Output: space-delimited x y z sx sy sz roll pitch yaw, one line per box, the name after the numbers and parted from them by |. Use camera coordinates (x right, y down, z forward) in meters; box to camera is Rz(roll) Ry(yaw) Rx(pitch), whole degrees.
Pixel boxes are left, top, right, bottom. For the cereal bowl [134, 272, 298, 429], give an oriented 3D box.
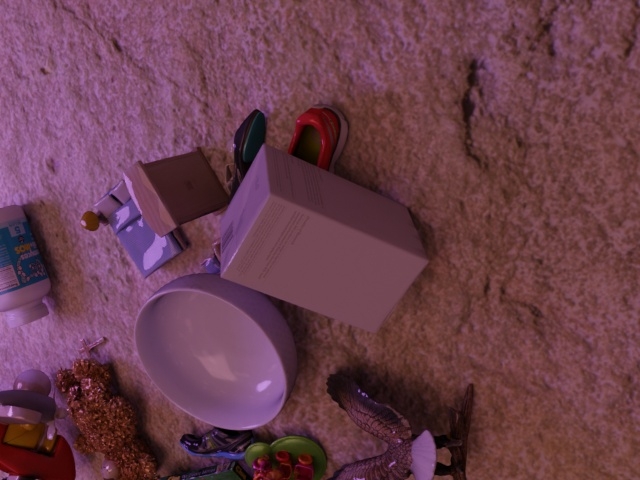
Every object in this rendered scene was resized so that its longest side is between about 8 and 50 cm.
-0.189 0.202 1.414 0.339 0.141 0.339 12 124 19 | cereal bowl

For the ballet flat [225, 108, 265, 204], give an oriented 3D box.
-0.150 -0.151 1.359 0.074 0.074 0.203 13 112 21 | ballet flat

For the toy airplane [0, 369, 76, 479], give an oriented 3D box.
-0.750 0.401 1.655 0.386 0.272 0.384 22 145 15 | toy airplane

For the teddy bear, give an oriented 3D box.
-0.509 0.427 1.662 0.245 0.113 0.338 -11 99 29 | teddy bear

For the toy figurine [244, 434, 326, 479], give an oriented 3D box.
-0.079 0.482 1.424 0.173 0.159 0.130 9 109 2 | toy figurine

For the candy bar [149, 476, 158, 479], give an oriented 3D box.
-0.359 0.634 1.702 0.040 0.018 0.161 -33 88 28 | candy bar

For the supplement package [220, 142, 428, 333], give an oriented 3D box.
0.000 0.000 1.197 0.293 0.177 0.175 22 118 -20 | supplement package

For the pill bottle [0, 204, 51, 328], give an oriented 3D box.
-0.710 0.062 1.631 0.146 0.146 0.264 -14 99 27 | pill bottle

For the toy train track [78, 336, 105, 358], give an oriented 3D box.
-0.533 0.245 1.677 0.083 0.014 0.048 -28 85 23 | toy train track

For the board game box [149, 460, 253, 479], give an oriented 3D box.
-0.254 0.564 1.600 0.259 0.030 0.136 -20 117 27 | board game box

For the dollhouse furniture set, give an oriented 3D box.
-0.336 0.002 1.413 0.303 0.198 0.286 -31 90 29 | dollhouse furniture set

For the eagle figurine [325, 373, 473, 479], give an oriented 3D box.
0.124 0.382 1.318 0.298 0.226 0.225 1 125 19 | eagle figurine

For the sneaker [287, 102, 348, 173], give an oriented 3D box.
-0.035 -0.109 1.288 0.107 0.118 0.279 17 110 21 | sneaker

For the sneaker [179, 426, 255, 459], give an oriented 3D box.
-0.222 0.434 1.565 0.188 0.067 0.078 -6 83 26 | sneaker
